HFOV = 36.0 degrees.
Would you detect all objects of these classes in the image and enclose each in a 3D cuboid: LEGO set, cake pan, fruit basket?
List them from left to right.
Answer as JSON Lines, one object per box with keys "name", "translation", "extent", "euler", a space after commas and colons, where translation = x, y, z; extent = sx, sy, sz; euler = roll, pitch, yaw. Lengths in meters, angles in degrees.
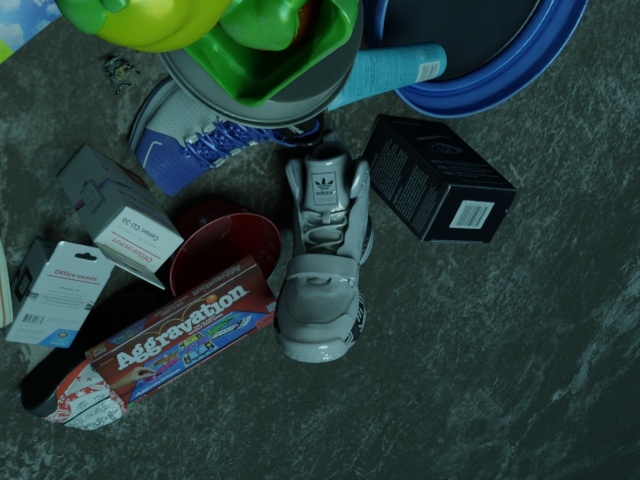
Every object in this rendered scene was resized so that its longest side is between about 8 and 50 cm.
{"name": "LEGO set", "translation": [-0.256, -0.230, 1.273], "extent": [0.054, 0.023, 0.083], "euler": [29, 93, -49]}
{"name": "fruit basket", "translation": [-0.148, -0.285, 0.963], "extent": [0.392, 0.392, 0.283], "euler": [-6, 170, -33]}
{"name": "cake pan", "translation": [-0.068, -0.285, 1.196], "extent": [0.293, 0.054, 0.293], "euler": [4, 82, -28]}

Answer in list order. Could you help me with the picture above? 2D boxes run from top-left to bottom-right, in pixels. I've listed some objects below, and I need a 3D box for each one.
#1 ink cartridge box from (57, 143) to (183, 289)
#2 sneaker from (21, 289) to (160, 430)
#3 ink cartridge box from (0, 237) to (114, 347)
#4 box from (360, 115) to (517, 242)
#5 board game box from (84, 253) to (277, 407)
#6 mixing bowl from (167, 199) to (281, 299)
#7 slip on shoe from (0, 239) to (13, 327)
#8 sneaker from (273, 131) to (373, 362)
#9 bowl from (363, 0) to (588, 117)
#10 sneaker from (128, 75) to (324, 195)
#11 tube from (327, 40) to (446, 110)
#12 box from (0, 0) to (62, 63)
{"name": "ink cartridge box", "translation": [-0.260, -0.032, 1.306], "extent": [0.067, 0.198, 0.115], "euler": [-47, 139, 9]}
{"name": "sneaker", "translation": [-0.325, 0.193, 1.543], "extent": [0.270, 0.090, 0.145], "euler": [-41, 140, 7]}
{"name": "ink cartridge box", "translation": [-0.376, 0.063, 1.410], "extent": [0.104, 0.060, 0.180], "euler": [15, 116, -42]}
{"name": "box", "translation": [0.181, -0.097, 1.564], "extent": [0.153, 0.207, 0.108], "euler": [2, 124, -36]}
{"name": "board game box", "translation": [-0.200, 0.139, 1.487], "extent": [0.281, 0.027, 0.145], "euler": [-31, 140, -6]}
{"name": "mixing bowl", "translation": [-0.161, 0.006, 1.488], "extent": [0.181, 0.098, 0.181], "euler": [-20, 137, -21]}
{"name": "slip on shoe", "translation": [-0.463, -0.003, 1.252], "extent": [0.101, 0.123, 0.331], "euler": [-14, 138, -21]}
{"name": "sneaker", "translation": [0.000, 0.000, 1.457], "extent": [0.137, 0.365, 0.210], "euler": [1, 126, 11]}
{"name": "bowl", "translation": [0.237, -0.370, 1.464], "extent": [0.391, 0.077, 0.391], "euler": [-20, 135, -21]}
{"name": "sneaker", "translation": [-0.103, -0.172, 1.310], "extent": [0.315, 0.182, 0.127], "euler": [-43, 137, 4]}
{"name": "tube", "translation": [0.087, -0.233, 1.344], "extent": [0.207, 0.052, 0.080], "euler": [-19, 112, -39]}
{"name": "box", "translation": [-0.386, -0.260, 1.130], "extent": [0.178, 0.042, 0.109], "euler": [-40, 140, 0]}
